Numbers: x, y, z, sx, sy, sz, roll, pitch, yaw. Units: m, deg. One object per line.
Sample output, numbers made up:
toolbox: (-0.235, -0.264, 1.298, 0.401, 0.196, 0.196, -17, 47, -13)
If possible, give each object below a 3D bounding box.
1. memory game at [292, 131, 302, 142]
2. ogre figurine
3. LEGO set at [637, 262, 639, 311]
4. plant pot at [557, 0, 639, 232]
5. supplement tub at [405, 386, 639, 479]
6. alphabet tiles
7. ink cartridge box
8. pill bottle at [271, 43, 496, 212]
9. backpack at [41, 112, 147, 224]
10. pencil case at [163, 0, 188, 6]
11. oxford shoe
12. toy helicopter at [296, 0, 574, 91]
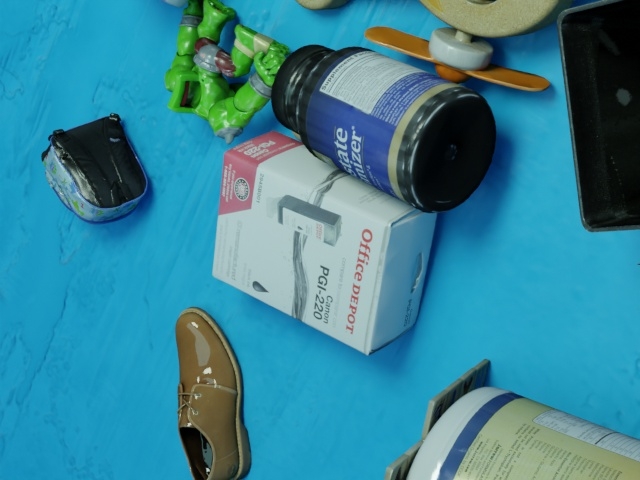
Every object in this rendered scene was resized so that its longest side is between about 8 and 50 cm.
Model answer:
memory game: (0.039, -0.094, 1.336, 0.186, 0.012, 0.186, 6, 100, 34)
ogre figurine: (-0.113, -0.189, 1.377, 0.197, 0.097, 0.118, 36, 109, 21)
LEGO set: (0.323, 0.034, 1.157, 0.083, 0.023, 0.054, -36, 78, 19)
plant pot: (0.326, -0.113, 1.021, 0.188, 0.167, 0.187, -3, 96, 61)
supplement tub: (0.245, 0.283, 1.118, 0.316, 0.228, 0.228, 19, 107, 31)
alphabet tiles: (0.101, 0.233, 1.205, 0.009, 0.237, 0.198, 18, 107, 22)
ink cartridge box: (0.000, 0.000, 1.315, 0.218, 0.092, 0.158, 24, 121, 28)
pill bottle: (0.055, -0.118, 1.229, 0.219, 0.123, 0.123, 29, 113, 42)
backpack: (-0.266, -0.076, 1.497, 0.114, 0.105, 0.084, 58, 145, 13)
pencil case: (-0.129, -0.383, 1.333, 0.273, 0.113, 0.124, -53, 49, 21)
oxford shoe: (-0.137, 0.183, 1.462, 0.076, 0.076, 0.212, -15, 87, 37)
toy helicopter: (0.101, -0.257, 1.225, 0.355, 0.140, 0.235, 5, 109, 45)
